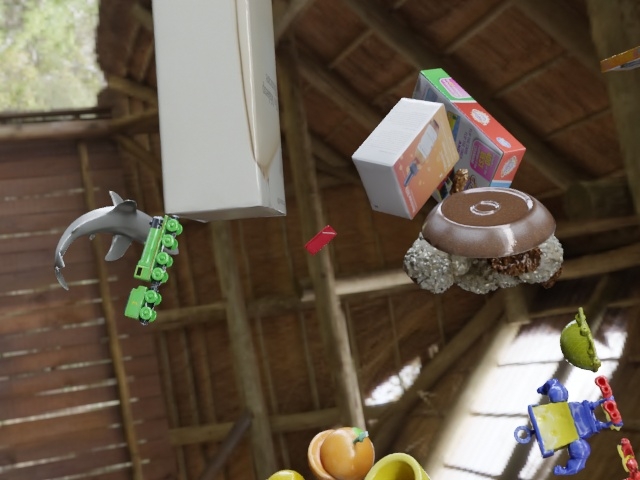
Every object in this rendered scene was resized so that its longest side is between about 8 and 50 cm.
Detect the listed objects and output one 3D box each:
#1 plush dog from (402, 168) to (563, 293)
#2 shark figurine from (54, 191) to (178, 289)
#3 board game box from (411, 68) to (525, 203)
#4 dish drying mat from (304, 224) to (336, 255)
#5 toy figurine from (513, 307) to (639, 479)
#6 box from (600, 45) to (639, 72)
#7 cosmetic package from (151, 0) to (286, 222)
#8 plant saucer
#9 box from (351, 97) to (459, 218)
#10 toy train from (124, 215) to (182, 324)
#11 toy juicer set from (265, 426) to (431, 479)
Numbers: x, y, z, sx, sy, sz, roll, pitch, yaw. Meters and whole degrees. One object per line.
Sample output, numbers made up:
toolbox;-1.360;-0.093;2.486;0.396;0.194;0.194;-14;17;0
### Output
plush dog;0.298;0.005;1.471;0.225;0.262;0.211;20;-82;34
shark figurine;-0.389;-0.029;1.604;0.116;0.278;0.166;-37;-103;42
board game box;0.303;-0.200;1.982;0.316;0.064;0.242;53;-37;35
dish drying mat;0.000;0.000;2.128;0.032;0.083;0.008;46;20;-8
toy figurine;0.486;0.341;1.782;0.191;0.217;0.363;40;33;-64
box;0.673;-0.389;1.859;0.136;0.081;0.028;-18;-98;59
cosmetic package;-0.115;-0.181;1.004;0.160;0.113;0.310;9;76;-82
plant saucer;0.248;-0.036;1.306;0.198;0.198;0.036;-129;-153;-59
box;0.153;-0.146;1.547;0.091;0.170;0.130;16;-35;38
toy train;-0.122;0.020;0.640;0.017;0.023;0.083;73;31;-77
toy juicer set;-0.040;0.324;0.894;0.089;0.329;0.209;43;-7;-35
